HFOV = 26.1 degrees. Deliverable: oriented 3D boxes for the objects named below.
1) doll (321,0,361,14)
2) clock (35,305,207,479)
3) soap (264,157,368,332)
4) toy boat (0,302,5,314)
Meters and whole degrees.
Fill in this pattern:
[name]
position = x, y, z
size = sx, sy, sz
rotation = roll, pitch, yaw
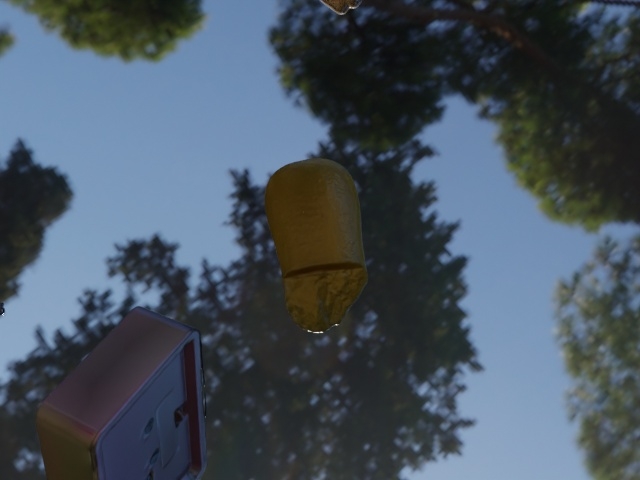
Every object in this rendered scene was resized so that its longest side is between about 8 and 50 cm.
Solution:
[doll]
position = -0.003, -0.294, 1.153
size = 0.154, 0.278, 0.119
rotation = -49, -119, 6
[clock]
position = -0.163, 0.171, 1.171
size = 0.063, 0.150, 0.197
rotation = 23, -43, 21
[soap]
position = 0.000, 0.000, 1.284
size = 0.033, 0.089, 0.168
rotation = 82, -5, -68
[toy boat]
position = -0.502, 0.118, 1.491
size = 0.072, 0.318, 0.219
rotation = 67, -17, -16
